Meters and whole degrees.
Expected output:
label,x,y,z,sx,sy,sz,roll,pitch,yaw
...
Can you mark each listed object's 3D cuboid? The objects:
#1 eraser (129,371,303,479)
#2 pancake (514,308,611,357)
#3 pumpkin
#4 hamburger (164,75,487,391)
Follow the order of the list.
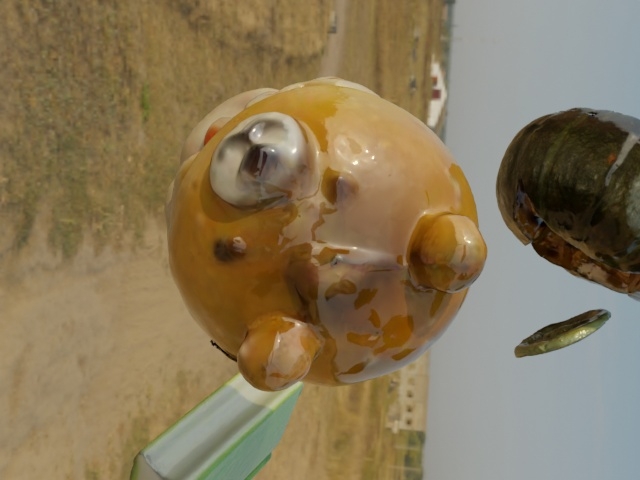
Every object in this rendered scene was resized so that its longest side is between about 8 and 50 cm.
label,x,y,z,sx,sy,sz,roll,pitch,yaw
eraser,-0.149,0.304,1.046,0.274,0.092,0.210,-36,153,-51
pancake,0.244,0.095,0.769,0.108,0.108,0.017,19,46,-82
pumpkin,0.294,-0.040,0.756,0.159,0.238,0.238,-59,171,1
hamburger,0.000,0.000,0.623,0.237,0.276,0.277,-105,-164,-75
